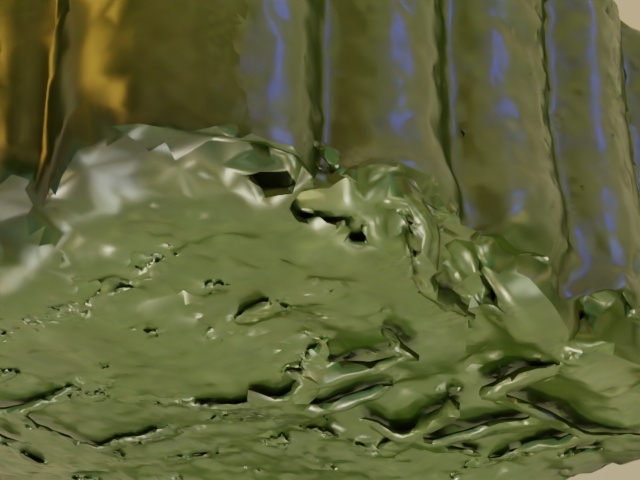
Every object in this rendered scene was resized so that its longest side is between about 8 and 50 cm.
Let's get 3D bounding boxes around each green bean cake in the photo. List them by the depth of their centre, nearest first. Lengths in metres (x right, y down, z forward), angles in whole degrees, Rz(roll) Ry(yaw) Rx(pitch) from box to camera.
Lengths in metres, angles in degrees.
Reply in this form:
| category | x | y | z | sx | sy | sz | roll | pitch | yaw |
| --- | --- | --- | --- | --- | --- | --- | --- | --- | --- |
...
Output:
| category | x | y | z | sx | sy | sz | roll | pitch | yaw |
| --- | --- | --- | --- | --- | --- | --- | --- | --- | --- |
| green bean cake | -0.029 | -0.006 | 0.491 | 0.214 | 0.200 | 0.113 | -17 | -123 | 38 |
